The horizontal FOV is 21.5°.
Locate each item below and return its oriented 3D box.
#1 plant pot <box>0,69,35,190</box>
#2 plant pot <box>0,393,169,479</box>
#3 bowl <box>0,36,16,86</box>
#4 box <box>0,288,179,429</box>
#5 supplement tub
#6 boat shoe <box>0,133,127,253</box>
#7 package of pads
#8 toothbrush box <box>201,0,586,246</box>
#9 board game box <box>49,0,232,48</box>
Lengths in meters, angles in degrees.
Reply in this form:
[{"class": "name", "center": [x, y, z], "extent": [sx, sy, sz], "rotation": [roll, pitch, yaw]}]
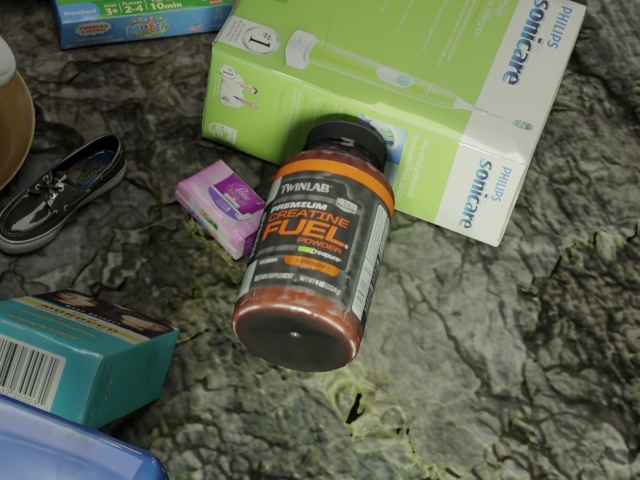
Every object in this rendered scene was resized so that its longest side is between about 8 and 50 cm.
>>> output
[{"class": "plant pot", "center": [-0.361, -0.093, 1.427], "extent": [0.236, 0.032, 0.236], "rotation": [5, 51, -6]}, {"class": "plant pot", "center": [-0.240, 0.214, 1.074], "extent": [0.236, 0.236, 0.212], "rotation": [20, 72, 5]}, {"class": "bowl", "center": [-0.399, -0.143, 1.319], "extent": [0.298, 0.134, 0.298], "rotation": [26, 15, -8]}, {"class": "box", "center": [-0.178, 0.083, 1.202], "extent": [0.101, 0.244, 0.060], "rotation": [19, 94, 6]}, {"class": "supplement tub", "center": [0.000, 0.000, 1.360], "extent": [0.106, 0.106, 0.198], "rotation": [14, 57, 1]}, {"class": "boat shoe", "center": [-0.218, -0.043, 1.406], "extent": [0.049, 0.040, 0.142], "rotation": [37, 55, 18]}, {"class": "package of pads", "center": [-0.078, -0.028, 1.424], "extent": [0.050, 0.032, 0.083], "rotation": [-33, 64, -29]}, {"class": "toothbrush box", "center": [0.065, -0.149, 1.485], "extent": [0.283, 0.122, 0.206], "rotation": [19, 53, 7]}, {"class": "board game box", "center": [-0.186, -0.277, 1.594], "extent": [0.160, 0.039, 0.211], "rotation": [-9, 54, -15]}]
